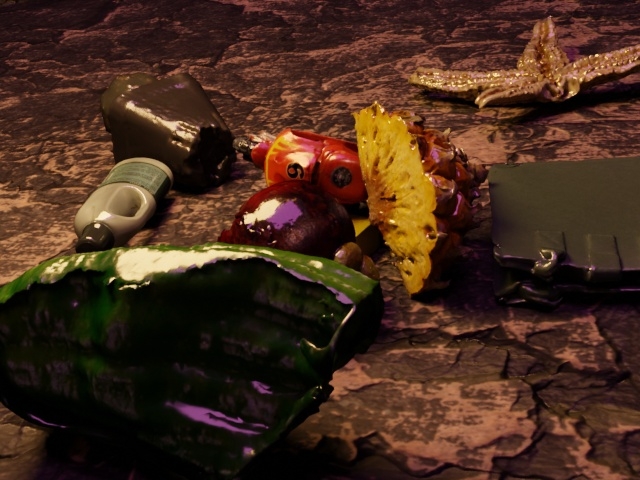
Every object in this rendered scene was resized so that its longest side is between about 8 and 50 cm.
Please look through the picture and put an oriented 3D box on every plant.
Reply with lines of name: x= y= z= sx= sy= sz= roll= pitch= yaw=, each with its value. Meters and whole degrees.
plant: x=-0.241 y=-0.171 z=1.480 sx=0.164 sy=0.142 sz=0.256 roll=-26 pitch=45 yaw=-32

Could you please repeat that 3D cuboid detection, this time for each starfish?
starfish: x=0.387 y=-0.299 z=1.642 sx=0.432 sy=0.082 sz=0.324 roll=-20 pitch=27 yaw=-15

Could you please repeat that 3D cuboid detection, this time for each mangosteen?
mangosteen: x=-0.024 y=0.021 z=1.071 sx=0.180 sy=0.166 sz=0.166 roll=35 pitch=43 yaw=18

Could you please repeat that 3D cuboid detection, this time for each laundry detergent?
laundry detergent: x=-0.279 y=-0.041 z=1.313 sx=0.099 sy=0.070 sz=0.225 roll=3 pitch=28 yaw=8

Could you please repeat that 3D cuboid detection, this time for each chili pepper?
chili pepper: x=-0.124 y=0.101 z=0.886 sx=0.385 sy=0.213 sz=0.167 roll=0 pitch=16 yaw=23

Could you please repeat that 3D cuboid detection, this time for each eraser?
eraser: x=0.000 y=0.000 z=1.208 sx=0.122 sy=0.045 sz=0.097 roll=11 pitch=31 yaw=28

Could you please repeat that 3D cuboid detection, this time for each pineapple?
pineapple: x=0.150 y=-0.072 z=1.118 sx=0.164 sy=0.140 sz=0.249 roll=0 pitch=65 yaw=-19

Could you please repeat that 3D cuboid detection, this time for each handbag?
handbag: x=0.327 y=-0.016 z=1.137 sx=0.247 sy=0.079 sz=0.260 roll=-2 pitch=29 yaw=10

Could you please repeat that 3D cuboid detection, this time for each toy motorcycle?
toy motorcycle: x=0.031 y=-0.084 z=1.242 sx=0.298 sy=0.089 sz=0.171 roll=13 pitch=4 yaw=-9
